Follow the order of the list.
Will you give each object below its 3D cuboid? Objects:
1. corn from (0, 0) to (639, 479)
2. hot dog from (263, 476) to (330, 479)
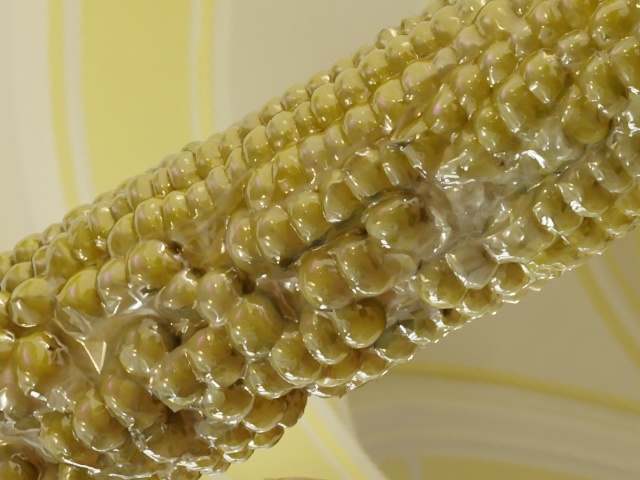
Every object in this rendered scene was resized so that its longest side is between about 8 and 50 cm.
[{"bbox_3d":[0.000,0.000,0.408,0.288,0.086,0.086,-30,-26,21],"label":"corn"},{"bbox_3d":[-0.005,0.192,0.798,0.194,0.326,0.107,-72,-12,-63],"label":"hot dog"}]
